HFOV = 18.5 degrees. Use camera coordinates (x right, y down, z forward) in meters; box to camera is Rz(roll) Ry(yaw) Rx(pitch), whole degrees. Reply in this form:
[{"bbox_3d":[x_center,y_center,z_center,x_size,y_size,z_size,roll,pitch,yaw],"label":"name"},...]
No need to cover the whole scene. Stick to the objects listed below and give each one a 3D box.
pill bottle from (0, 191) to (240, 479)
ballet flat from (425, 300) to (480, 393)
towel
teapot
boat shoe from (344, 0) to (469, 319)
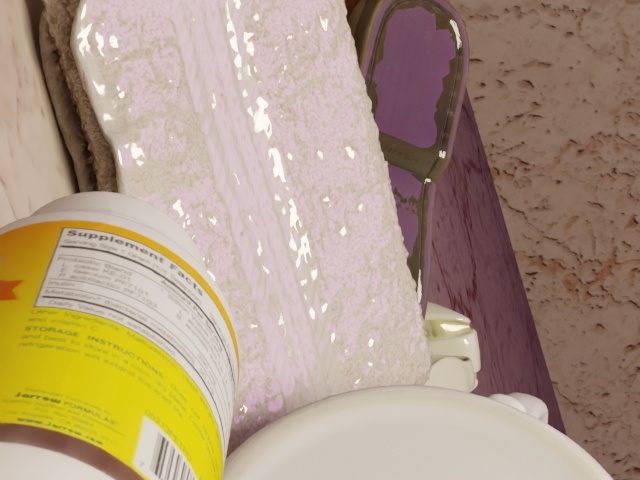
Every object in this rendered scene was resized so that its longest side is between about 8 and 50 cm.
[{"bbox_3d":[-0.091,0.067,0.683,0.215,0.117,0.117,-83,157,-62],"label":"pill bottle"},{"bbox_3d":[0.044,0.091,1.323,0.342,0.124,0.116,-49,130,-77],"label":"ballet flat"},{"bbox_3d":[-0.036,-0.025,1.013,0.187,0.049,0.282,-24,102,-41],"label":"towel"},{"bbox_3d":[0.043,0.203,0.945,0.187,0.256,0.252,92,-22,-52],"label":"teapot"},{"bbox_3d":[0.000,0.000,1.145,0.110,0.104,0.307,32,70,-31],"label":"boat shoe"}]
